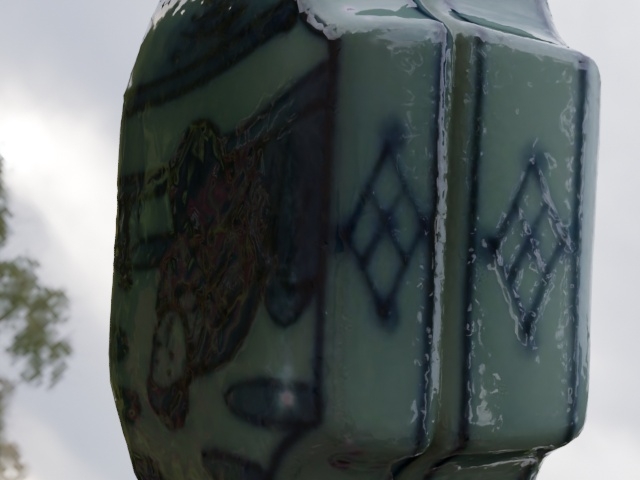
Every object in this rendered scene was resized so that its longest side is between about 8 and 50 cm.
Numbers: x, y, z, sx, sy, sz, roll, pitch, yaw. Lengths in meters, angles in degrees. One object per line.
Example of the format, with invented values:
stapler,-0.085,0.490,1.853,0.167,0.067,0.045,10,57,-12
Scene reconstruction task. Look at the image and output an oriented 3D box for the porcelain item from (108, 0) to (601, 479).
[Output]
porcelain item,0.000,0.000,0.777,0.281,0.157,0.285,2,-92,64
